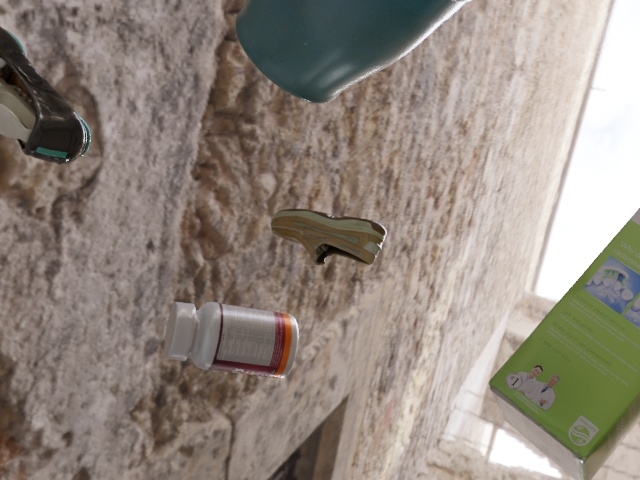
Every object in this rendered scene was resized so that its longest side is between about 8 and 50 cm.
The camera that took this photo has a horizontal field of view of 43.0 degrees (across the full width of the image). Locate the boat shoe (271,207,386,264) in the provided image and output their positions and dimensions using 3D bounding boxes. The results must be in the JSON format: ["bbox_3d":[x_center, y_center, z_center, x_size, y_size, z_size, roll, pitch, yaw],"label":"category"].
[{"bbox_3d":[0.000,0.000,1.175,0.190,0.068,0.072,7,-110,36],"label":"boat shoe"}]

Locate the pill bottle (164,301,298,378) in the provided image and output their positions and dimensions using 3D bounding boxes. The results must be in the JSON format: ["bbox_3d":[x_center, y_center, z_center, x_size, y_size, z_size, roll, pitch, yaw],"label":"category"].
[{"bbox_3d":[-0.161,0.176,1.456,0.221,0.121,0.121,10,-69,-18],"label":"pill bottle"}]

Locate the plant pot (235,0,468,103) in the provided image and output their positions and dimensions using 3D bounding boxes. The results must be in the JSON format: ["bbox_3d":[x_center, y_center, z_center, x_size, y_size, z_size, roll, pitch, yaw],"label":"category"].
[{"bbox_3d":[0.027,-0.333,1.092,0.272,0.271,0.255,49,-55,4],"label":"plant pot"}]

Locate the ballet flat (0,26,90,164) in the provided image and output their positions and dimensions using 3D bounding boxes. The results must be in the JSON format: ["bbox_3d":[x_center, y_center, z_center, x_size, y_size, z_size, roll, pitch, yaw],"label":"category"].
[{"bbox_3d":[-0.398,-0.195,1.020,0.280,0.096,0.095,41,-59,26],"label":"ballet flat"}]

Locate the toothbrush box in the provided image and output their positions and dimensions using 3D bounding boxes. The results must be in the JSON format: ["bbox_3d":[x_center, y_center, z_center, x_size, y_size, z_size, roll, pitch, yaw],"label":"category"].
[{"bbox_3d":[0.324,0.107,0.873,0.122,0.206,0.283,38,-98,28],"label":"toothbrush box"}]
